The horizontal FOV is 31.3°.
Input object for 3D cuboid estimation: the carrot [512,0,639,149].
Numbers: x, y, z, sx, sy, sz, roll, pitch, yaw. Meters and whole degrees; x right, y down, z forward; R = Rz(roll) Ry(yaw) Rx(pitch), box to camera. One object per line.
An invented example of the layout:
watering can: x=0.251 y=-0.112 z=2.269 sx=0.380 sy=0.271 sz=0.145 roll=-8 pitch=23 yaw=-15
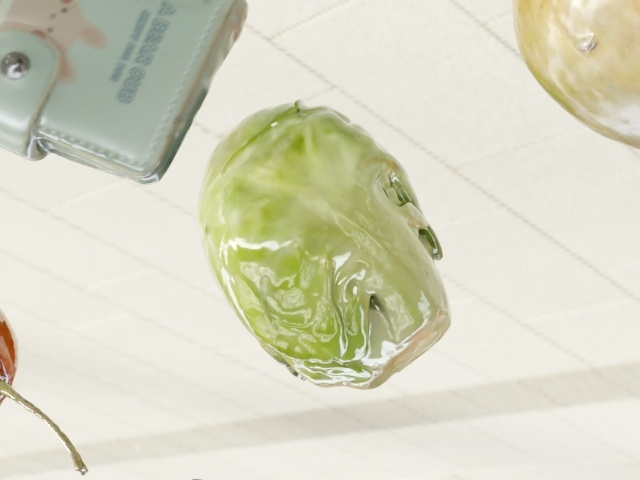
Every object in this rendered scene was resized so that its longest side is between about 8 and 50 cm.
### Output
carrot: x=0.264 y=-0.208 z=0.680 sx=0.224 sy=0.224 sz=0.340 roll=18 pitch=138 yaw=-14

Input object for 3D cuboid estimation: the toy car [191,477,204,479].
toy car: x=-0.061 y=0.259 z=0.821 sx=0.098 sy=0.161 sz=0.126 roll=6 pitch=-171 yaw=-17

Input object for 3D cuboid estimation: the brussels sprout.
brussels sprout: x=0.000 y=0.000 z=1.242 sx=0.247 sy=0.328 sz=0.328 roll=-37 pitch=138 yaw=10

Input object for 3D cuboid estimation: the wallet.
wallet: x=-0.280 y=-0.208 z=1.180 sx=0.360 sy=0.252 sz=0.083 roll=22 pitch=170 yaw=6

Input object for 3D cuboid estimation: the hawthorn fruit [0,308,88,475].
hawthorn fruit: x=-0.309 y=0.121 z=1.010 sx=0.285 sy=0.165 sz=0.165 roll=12 pitch=158 yaw=28
